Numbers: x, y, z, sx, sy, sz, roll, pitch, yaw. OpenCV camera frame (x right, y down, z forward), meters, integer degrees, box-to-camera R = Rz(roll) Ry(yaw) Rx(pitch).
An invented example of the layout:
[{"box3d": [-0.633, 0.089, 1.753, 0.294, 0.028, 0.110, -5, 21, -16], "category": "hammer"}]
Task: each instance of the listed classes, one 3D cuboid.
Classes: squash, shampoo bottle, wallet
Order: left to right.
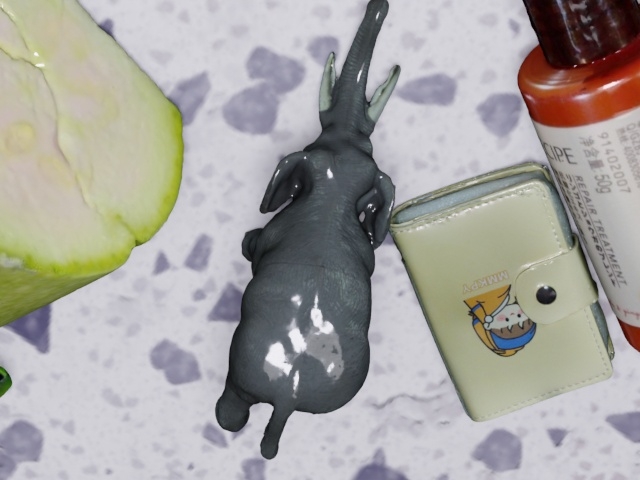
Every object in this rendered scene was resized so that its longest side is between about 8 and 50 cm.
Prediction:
[{"box3d": [-0.279, -0.024, 1.117, 0.309, 0.210, 0.233, -23, 121, 40], "category": "squash"}, {"box3d": [0.119, 0.032, 1.177, 0.110, 0.039, 0.155, -19, 116, 10], "category": "wallet"}, {"box3d": [0.184, -0.066, 1.095, 0.104, 0.104, 0.278, -22, 115, 8], "category": "shampoo bottle"}]

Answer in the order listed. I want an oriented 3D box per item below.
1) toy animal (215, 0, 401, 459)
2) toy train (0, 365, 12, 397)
[{"box3d": [-0.001, 0.000, 1.109, 0.082, 0.137, 0.270, 14, 75, -7], "category": "toy animal"}, {"box3d": [-0.293, 0.121, 1.196, 0.209, 0.042, 0.044, -31, 143, 11], "category": "toy train"}]
